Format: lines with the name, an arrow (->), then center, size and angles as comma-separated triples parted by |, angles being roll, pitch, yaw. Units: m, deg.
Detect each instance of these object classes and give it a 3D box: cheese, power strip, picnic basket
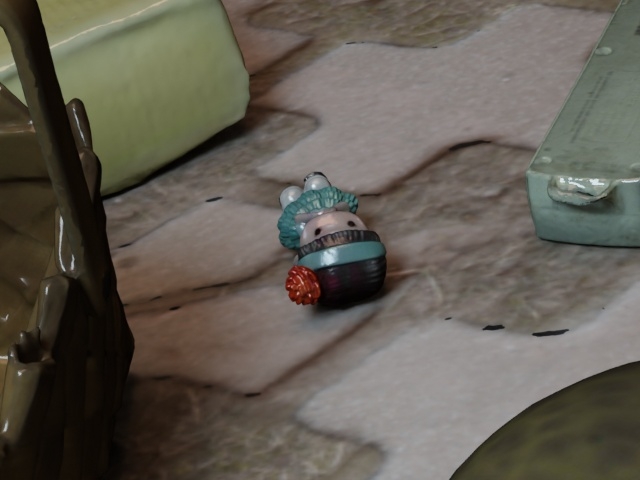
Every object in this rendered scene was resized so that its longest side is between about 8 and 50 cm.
cheese -> -0.208, -0.125, 1.268 | 0.242, 0.124, 0.265 | -21, 32, -18
power strip -> 0.191, -0.083, 1.124 | 0.078, 0.052, 0.272 | 4, 38, 25
picnic basket -> -0.224, 0.025, 0.877 | 0.254, 0.321, 0.291 | -4, 36, 8

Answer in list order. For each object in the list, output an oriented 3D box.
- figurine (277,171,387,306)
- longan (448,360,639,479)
figurine -> 0.000, 0.000, 1.073 | 0.060, 0.047, 0.106 | -10, 30, -10
longan -> 0.134, 0.133, 0.700 | 0.212, 0.198, 0.198 | -17, 31, -25
